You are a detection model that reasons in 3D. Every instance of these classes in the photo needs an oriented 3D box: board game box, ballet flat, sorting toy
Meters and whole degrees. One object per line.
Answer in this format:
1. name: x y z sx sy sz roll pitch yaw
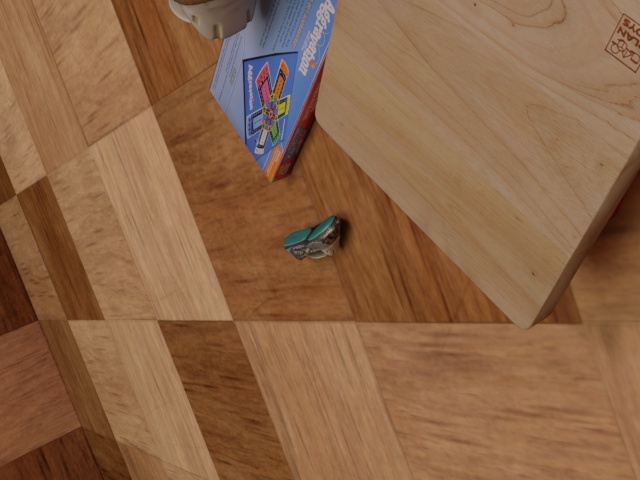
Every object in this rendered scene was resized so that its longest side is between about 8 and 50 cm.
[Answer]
1. board game box: -0.043 -0.195 0.855 0.145 0.027 0.281 58 149 18
2. ballet flat: 0.000 0.000 0.921 0.114 0.041 0.041 -20 93 60
3. sorting toy: 0.124 -0.117 0.581 0.257 0.089 0.255 48 146 28
4. ballet flat: -0.124 -0.265 0.824 0.342 0.116 0.124 40 153 56
